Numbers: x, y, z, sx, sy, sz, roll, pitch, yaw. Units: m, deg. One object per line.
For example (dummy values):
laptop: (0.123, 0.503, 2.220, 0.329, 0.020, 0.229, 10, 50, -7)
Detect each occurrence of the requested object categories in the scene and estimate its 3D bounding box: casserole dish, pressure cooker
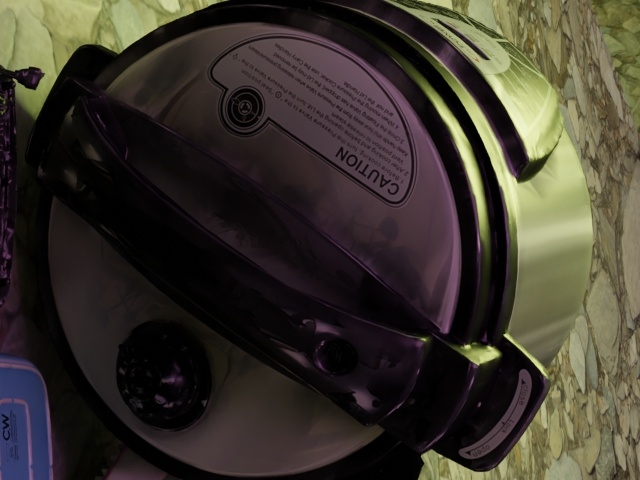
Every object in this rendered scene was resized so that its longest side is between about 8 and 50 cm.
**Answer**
casserole dish: (-0.220, 0.155, 1.010, 0.114, 0.037, 0.188, 17, 66, -64)
pressure cooker: (-0.002, 0.006, 1.129, 0.420, 0.370, 0.375, -7, 87, -66)

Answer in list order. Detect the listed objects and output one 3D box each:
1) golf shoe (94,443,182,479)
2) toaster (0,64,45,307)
golf shoe: (-0.123, 0.262, 1.038, 0.306, 0.140, 0.115, -66, 171, -49)
toaster: (-0.261, -0.044, 0.893, 0.186, 0.110, 0.168, 27, 58, -61)
